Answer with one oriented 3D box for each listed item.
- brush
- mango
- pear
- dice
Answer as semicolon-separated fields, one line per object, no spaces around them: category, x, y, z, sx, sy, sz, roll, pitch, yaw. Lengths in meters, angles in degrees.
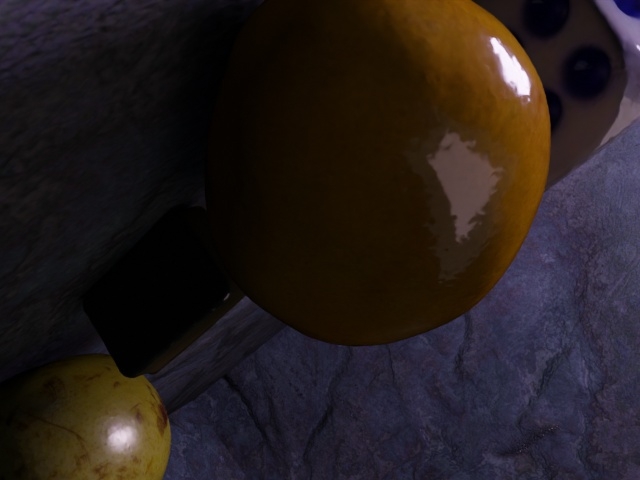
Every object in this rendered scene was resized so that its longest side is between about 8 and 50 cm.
brush;-0.182;0.063;0.827;0.197;0.123;0.059;-41;168;22
mango;0.039;-0.054;0.628;0.446;0.300;0.232;87;14;-63
pear;-0.342;0.293;0.977;0.283;0.284;0.283;-36;172;-6
dice;0.312;-0.228;0.906;0.251;0.243;0.259;-31;173;-39
